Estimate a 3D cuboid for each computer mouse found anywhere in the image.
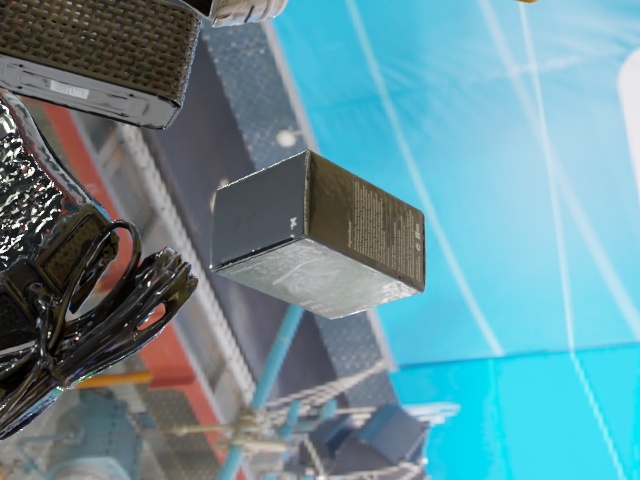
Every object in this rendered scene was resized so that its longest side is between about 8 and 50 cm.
[{"bbox_3d":[-0.193,0.008,0.629,0.272,0.189,0.072,52,173,38],"label":"computer mouse"}]

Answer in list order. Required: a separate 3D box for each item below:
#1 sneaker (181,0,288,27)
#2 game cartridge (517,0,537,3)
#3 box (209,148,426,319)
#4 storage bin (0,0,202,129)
[{"bbox_3d":[-0.160,-0.328,1.112,0.115,0.281,0.105,-36,-19,-44],"label":"sneaker"},{"bbox_3d":[0.388,-0.604,1.792,0.285,0.053,0.323,-67,-12,-49],"label":"game cartridge"},{"bbox_3d":[0.000,0.000,1.221,0.207,0.153,0.108,27,-125,-42],"label":"box"},{"bbox_3d":[-0.205,-0.166,0.929,0.122,0.180,0.084,157,125,-73],"label":"storage bin"}]
